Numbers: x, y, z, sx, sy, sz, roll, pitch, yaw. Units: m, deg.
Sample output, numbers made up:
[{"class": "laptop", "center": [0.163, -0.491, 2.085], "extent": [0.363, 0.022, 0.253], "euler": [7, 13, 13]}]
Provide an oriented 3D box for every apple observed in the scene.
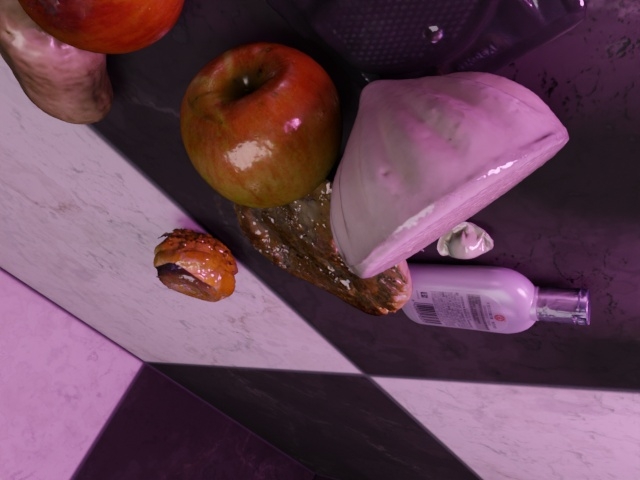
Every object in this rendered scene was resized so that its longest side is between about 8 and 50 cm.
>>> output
[{"class": "apple", "center": [-0.067, -0.131, 0.571], "extent": [0.196, 0.196, 0.196], "euler": [17, 146, 12]}, {"class": "apple", "center": [-0.236, -0.296, 0.503], "extent": [0.173, 0.160, 0.195], "euler": [-7, 146, 9]}]

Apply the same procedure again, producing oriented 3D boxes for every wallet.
[{"class": "wallet", "center": [0.053, -0.262, 0.442], "extent": [0.323, 0.041, 0.247], "euler": [40, 143, -23]}]

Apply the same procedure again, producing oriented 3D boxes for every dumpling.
[{"class": "dumpling", "center": [0.212, -0.002, 0.699], "extent": [0.077, 0.043, 0.059], "euler": [3, 127, 55]}]

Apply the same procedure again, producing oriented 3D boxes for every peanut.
[{"class": "peanut", "center": [-0.361, -0.254, 0.653], "extent": [0.129, 0.129, 0.224], "euler": [22, 155, 5]}]

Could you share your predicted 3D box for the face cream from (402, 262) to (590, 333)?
[{"class": "face cream", "center": [0.269, 0.095, 0.764], "extent": [0.291, 0.071, 0.144], "euler": [-1, 136, 35]}]

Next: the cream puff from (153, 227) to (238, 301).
[{"class": "cream puff", "center": [-0.263, 0.048, 1.002], "extent": [0.189, 0.129, 0.189], "euler": [14, 153, 7]}]

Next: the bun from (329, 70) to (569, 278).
[{"class": "bun", "center": [0.102, -0.092, 0.508], "extent": [0.175, 0.263, 0.263], "euler": [57, 147, 10]}]

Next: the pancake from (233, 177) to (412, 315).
[{"class": "pancake", "center": [-0.001, 0.002, 0.784], "extent": [0.356, 0.065, 0.356], "euler": [32, 155, 17]}]
